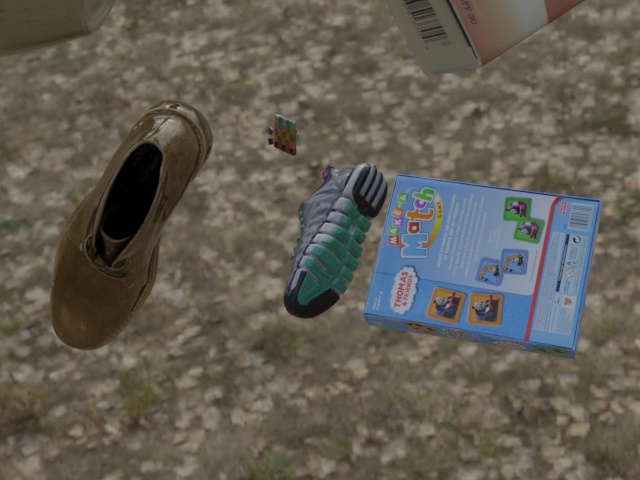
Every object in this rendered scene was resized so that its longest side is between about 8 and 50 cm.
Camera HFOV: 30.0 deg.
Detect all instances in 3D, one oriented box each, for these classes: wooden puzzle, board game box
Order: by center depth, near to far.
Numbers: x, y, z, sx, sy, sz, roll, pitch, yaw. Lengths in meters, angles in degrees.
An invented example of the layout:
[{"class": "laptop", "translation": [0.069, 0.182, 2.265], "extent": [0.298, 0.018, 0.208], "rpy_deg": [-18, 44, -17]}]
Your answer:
[{"class": "board game box", "translation": [0.163, 0.023, 1.201], "extent": [0.212, 0.039, 0.160], "rpy_deg": [9, 70, 16]}, {"class": "wooden puzzle", "translation": [-0.050, -0.151, 1.706], "extent": [0.006, 0.049, 0.083], "rpy_deg": [-13, 27, -34]}]

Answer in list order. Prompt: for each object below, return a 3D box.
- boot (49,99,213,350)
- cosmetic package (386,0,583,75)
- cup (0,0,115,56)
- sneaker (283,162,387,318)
[{"class": "boot", "translation": [-0.214, 0.003, 1.202], "extent": [0.112, 0.305, 0.115], "rpy_deg": [29, 28, -1]}, {"class": "cosmetic package", "translation": [0.208, -0.297, 1.156], "extent": [0.296, 0.153, 0.129], "rpy_deg": [-35, 15, -16]}, {"class": "cup", "translation": [-0.263, -0.264, 0.882], "extent": [0.237, 0.331, 0.331], "rpy_deg": [16, 39, -1]}, {"class": "sneaker", "translation": [0.000, 0.000, 1.513], "extent": [0.098, 0.083, 0.223], "rpy_deg": [7, 58, 44]}]
